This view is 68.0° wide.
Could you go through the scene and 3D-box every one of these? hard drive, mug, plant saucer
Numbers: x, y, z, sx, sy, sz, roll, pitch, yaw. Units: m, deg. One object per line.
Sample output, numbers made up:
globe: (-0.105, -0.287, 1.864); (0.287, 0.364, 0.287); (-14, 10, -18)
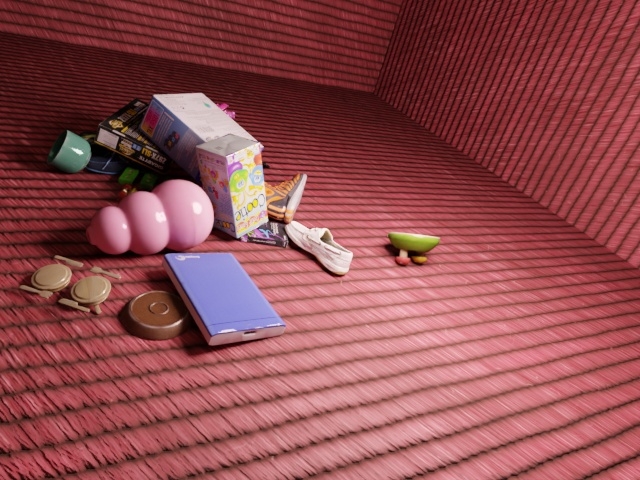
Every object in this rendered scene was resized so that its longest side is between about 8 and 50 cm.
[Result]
hard drive: (-0.256, 0.138, 1.236); (0.210, 0.040, 0.318); (1, 33, -41)
mug: (-0.841, -0.296, 1.599); (0.097, 0.129, 0.157); (30, 6, -41)
plant saucer: (-0.391, 0.172, 1.145); (0.168, 0.029, 0.168); (12, 29, -7)

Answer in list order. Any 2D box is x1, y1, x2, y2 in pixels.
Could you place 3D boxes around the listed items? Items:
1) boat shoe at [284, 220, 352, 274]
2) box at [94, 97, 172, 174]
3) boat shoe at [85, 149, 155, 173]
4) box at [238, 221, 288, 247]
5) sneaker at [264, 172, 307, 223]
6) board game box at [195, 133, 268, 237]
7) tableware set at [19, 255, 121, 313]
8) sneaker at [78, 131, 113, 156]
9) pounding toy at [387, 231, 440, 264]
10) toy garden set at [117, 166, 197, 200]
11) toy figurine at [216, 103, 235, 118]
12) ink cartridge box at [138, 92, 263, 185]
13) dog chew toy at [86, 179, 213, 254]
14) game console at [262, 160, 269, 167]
boat shoe: (0.000, 0.000, 1.562); (0.277, 0.096, 0.098); (36, 23, 27)
box: (-0.626, -0.390, 1.742); (0.257, 0.079, 0.322); (24, 31, -11)
boat shoe: (-0.711, -0.299, 1.712); (0.258, 0.089, 0.109); (-12, 40, -42)
box: (-0.193, -0.028, 1.588); (0.162, 0.029, 0.116); (9, 30, -16)
sneaker: (-0.160, -0.191, 1.785); (0.180, 0.125, 0.321); (18, 29, -1)
board game box: (-0.273, -0.173, 1.497); (0.144, 0.275, 0.142); (23, 40, 34)
tableware set: (-0.593, 0.111, 1.135); (0.194, 0.039, 0.128); (16, 41, 9)
sneaker: (-0.794, -0.346, 1.787); (0.234, 0.084, 0.097); (-8, 62, -35)
pounding toy: (0.328, 0.034, 1.714); (0.182, 0.110, 0.237); (7, 0, 4)
toy garden set: (-0.559, -0.165, 1.613); (0.244, 0.049, 0.204); (11, 28, -12)
toy figurine: (-0.450, -0.555, 2.213); (0.173, 0.159, 0.130); (10, 30, -14)
ink cartridge box: (-0.392, -0.342, 1.676); (0.395, 0.151, 0.270); (40, 30, 9)
dog chew toy: (-0.472, -0.052, 1.323); (0.331, 0.207, 0.206); (-18, 44, -35)
game console: (-0.301, -0.332, 2.065); (0.122, 0.071, 0.107); (32, 2, 22)
